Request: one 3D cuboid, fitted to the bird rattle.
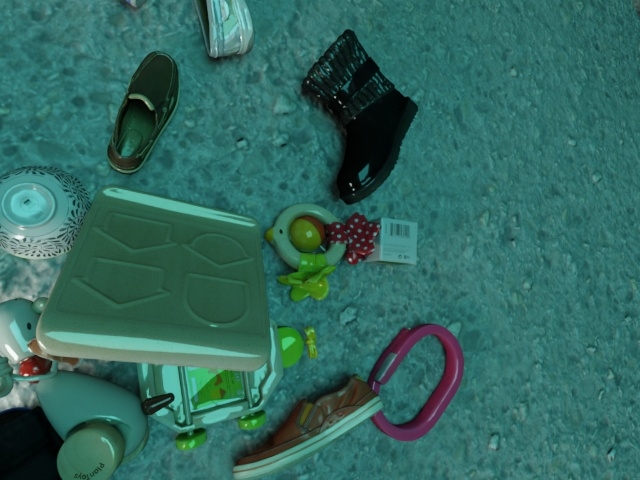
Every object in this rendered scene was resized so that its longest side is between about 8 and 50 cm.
[{"bbox_3d":[0.000,0.000,0.879,0.207,0.143,0.253,43,66,3],"label":"bird rattle"}]

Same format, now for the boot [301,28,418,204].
[{"bbox_3d":[0.060,-0.278,0.921,0.260,0.131,0.348,38,61,-23],"label":"boot"}]

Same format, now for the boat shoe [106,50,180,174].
[{"bbox_3d":[-0.328,-0.252,0.772,0.095,0.095,0.257,17,78,-21],"label":"boat shoe"}]

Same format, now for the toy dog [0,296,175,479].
[{"bbox_3d":[-0.364,0.214,0.643,0.161,0.220,0.333,-37,108,-13],"label":"toy dog"}]

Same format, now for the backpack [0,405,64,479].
[{"bbox_3d":[-0.458,0.383,0.563,0.213,0.263,0.276,-33,99,15],"label":"backpack"}]

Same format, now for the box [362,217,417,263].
[{"bbox_3d":[0.163,0.005,0.965,0.101,0.087,0.102,7,83,-23],"label":"box"}]

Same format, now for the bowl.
[{"bbox_3d":[-0.487,-0.054,0.692,0.170,0.080,0.170,2,84,-22],"label":"bowl"}]

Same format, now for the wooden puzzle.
[{"bbox_3d":[-0.257,0.064,0.713,0.322,0.080,0.347,12,40,-22],"label":"wooden puzzle"}]

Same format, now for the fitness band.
[{"bbox_3d":[0.232,0.337,0.985,0.291,0.054,0.209,-46,106,-20],"label":"fitness band"}]

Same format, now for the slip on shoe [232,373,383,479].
[{"bbox_3d":[-0.028,0.387,0.843,0.331,0.123,0.101,-24,62,-19],"label":"slip on shoe"}]

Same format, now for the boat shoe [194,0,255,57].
[{"bbox_3d":[-0.240,-0.538,0.831,0.103,0.118,0.320,-27,102,-28],"label":"boat shoe"}]

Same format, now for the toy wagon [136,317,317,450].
[{"bbox_3d":[-0.172,0.237,0.807,0.344,0.068,0.267,-7,88,-25],"label":"toy wagon"}]

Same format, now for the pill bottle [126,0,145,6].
[{"bbox_3d":[-0.399,-0.525,0.777,0.137,0.078,0.078,31,73,-17],"label":"pill bottle"}]
